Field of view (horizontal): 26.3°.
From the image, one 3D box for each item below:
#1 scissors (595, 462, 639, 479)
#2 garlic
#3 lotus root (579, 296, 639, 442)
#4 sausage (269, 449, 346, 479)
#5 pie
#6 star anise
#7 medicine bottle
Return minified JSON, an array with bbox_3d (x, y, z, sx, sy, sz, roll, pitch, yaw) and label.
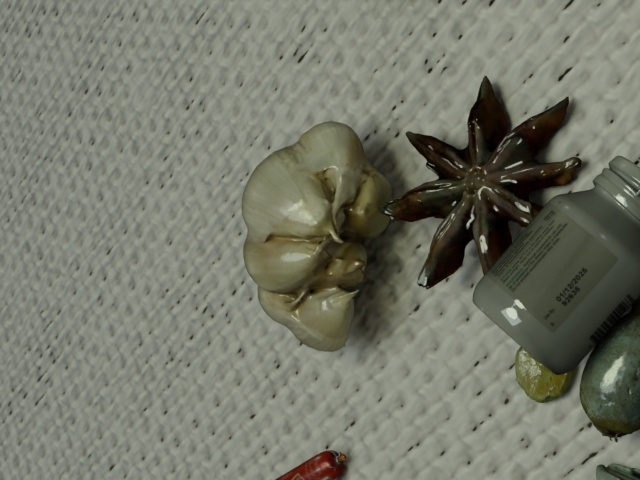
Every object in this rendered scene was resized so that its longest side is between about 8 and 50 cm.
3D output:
[{"bbox_3d":[0.370,0.276,1.407,0.204,0.027,0.101,20,100,44],"label":"scissors"},{"bbox_3d":[-0.013,-0.010,1.698,0.203,0.185,0.281,-132,61,-74],"label":"garlic"},{"bbox_3d":[0.325,0.130,1.428,0.088,0.088,0.165,26,96,45],"label":"lotus root"},{"bbox_3d":[-0.013,0.315,1.816,0.145,0.048,0.050,-36,68,38],"label":"sausage"},{"bbox_3d":[0.253,0.144,1.547,0.084,0.020,0.084,-3,86,50],"label":"pie"},{"bbox_3d":[0.197,-0.058,1.571,0.288,0.088,0.288,-10,73,36],"label":"star anise"},{"bbox_3d":[0.272,0.021,1.420,0.215,0.135,0.135,-49,50,4],"label":"medicine bottle"}]
